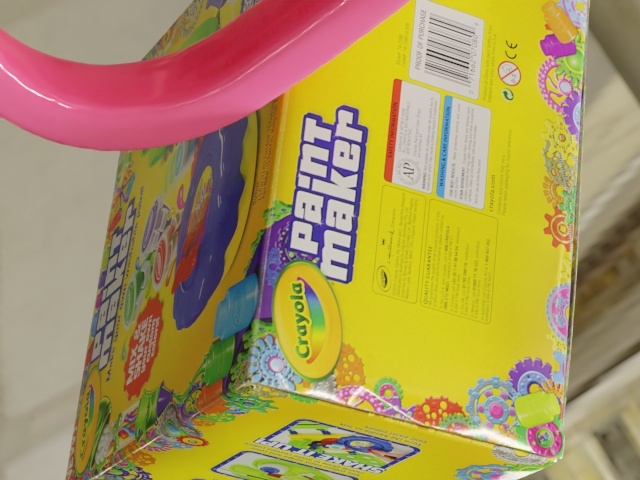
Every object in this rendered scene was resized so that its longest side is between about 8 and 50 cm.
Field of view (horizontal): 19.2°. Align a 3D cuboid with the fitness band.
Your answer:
[{"bbox_3d":[-0.053,-0.148,0.845,0.291,0.054,0.209,-33,135,22],"label":"fitness band"}]

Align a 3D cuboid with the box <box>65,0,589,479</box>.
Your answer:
[{"bbox_3d":[0.000,0.000,1.066,0.177,0.290,0.279,16,155,-20],"label":"box"}]
